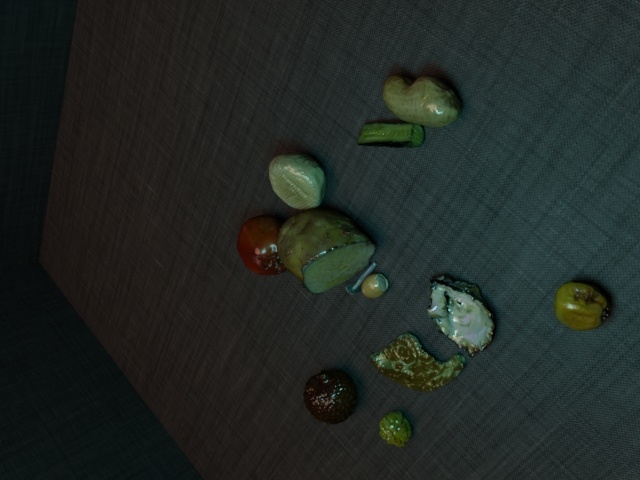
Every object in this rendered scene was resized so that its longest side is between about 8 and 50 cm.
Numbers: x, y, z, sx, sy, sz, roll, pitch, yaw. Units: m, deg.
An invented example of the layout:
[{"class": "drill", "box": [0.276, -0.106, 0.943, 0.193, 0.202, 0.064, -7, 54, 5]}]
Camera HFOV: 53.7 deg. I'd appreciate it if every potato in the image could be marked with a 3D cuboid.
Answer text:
[{"class": "potato", "box": [0.000, 0.000, 2.072, 0.301, 0.288, 0.237, 93, 156, -59]}]

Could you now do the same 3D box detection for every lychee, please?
[{"class": "lychee", "box": [0.034, 0.550, 2.263, 0.200, 0.200, 0.238, 10, 127, 40]}]

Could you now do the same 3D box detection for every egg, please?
[{"class": "egg", "box": [0.173, 0.150, 2.064, 0.096, 0.080, 0.080, -29, 85, 40]}]

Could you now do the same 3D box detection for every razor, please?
[{"class": "razor", "box": [0.146, 0.121, 2.106, 0.040, 0.068, 0.135, 47, 120, 17]}]

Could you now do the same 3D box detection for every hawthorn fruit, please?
[{"class": "hawthorn fruit", "box": [-0.179, 0.034, 2.228, 0.299, 0.211, 0.211, -130, 40, -59]}]

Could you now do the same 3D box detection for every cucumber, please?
[{"class": "cucumber", "box": [0.209, -0.310, 1.888, 0.211, 0.062, 0.078, 7, 76, 47]}]

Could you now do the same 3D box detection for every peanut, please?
[{"class": "peanut", "box": [0.274, -0.392, 1.754, 0.253, 0.122, 0.137, 20, 118, 41]}]

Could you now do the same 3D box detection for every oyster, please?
[{"class": "oyster", "box": [0.407, 0.215, 1.877, 0.259, 0.092, 0.198, 41, 129, 12]}]

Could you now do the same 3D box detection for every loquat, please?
[{"class": "loquat", "box": [0.663, 0.165, 1.606, 0.137, 0.113, 0.137, 6, 104, 26]}]

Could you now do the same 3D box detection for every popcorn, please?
[{"class": "popcorn", "box": [0.251, 0.638, 2.152, 0.106, 0.120, 0.116, -119, 42, -57]}]

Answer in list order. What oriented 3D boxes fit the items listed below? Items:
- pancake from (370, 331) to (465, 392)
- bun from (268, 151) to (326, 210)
[{"class": "pancake", "box": [0.304, 0.388, 2.056, 0.376, 0.054, 0.197, 1, 107, 40]}, {"class": "bun", "box": [-0.071, -0.208, 2.121, 0.220, 0.134, 0.220, 27, 148, 19]}]
